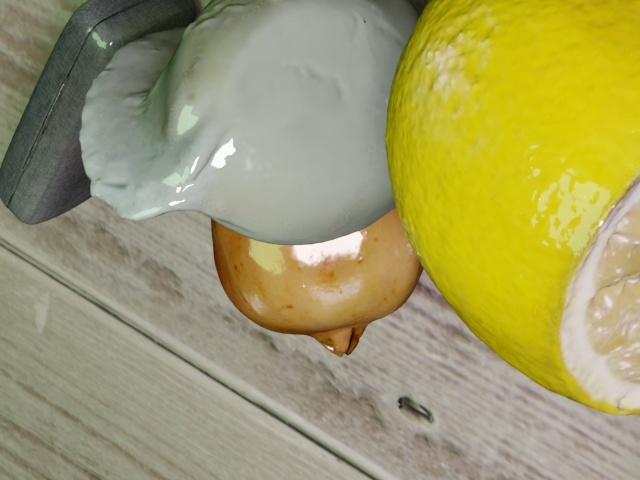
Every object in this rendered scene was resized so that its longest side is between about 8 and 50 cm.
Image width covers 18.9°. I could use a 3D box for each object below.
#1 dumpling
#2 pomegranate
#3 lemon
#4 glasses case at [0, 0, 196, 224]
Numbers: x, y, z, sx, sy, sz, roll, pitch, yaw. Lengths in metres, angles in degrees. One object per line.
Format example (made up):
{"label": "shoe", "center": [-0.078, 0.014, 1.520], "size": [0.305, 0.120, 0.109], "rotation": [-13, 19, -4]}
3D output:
{"label": "dumpling", "center": [-0.020, -0.136, 1.586], "size": [0.212, 0.321, 0.270], "rotation": [-48, 48, 39]}
{"label": "pomegranate", "center": [-0.003, -0.006, 1.749], "size": [0.209, 0.209, 0.209], "rotation": [24, 126, 37]}
{"label": "lemon", "center": [0.206, -0.078, 1.399], "size": [0.364, 0.364, 0.364], "rotation": [24, 126, 37]}
{"label": "glasses case", "center": [-0.236, -0.140, 1.978], "size": [0.074, 0.131, 0.323], "rotation": [48, 138, 13]}
